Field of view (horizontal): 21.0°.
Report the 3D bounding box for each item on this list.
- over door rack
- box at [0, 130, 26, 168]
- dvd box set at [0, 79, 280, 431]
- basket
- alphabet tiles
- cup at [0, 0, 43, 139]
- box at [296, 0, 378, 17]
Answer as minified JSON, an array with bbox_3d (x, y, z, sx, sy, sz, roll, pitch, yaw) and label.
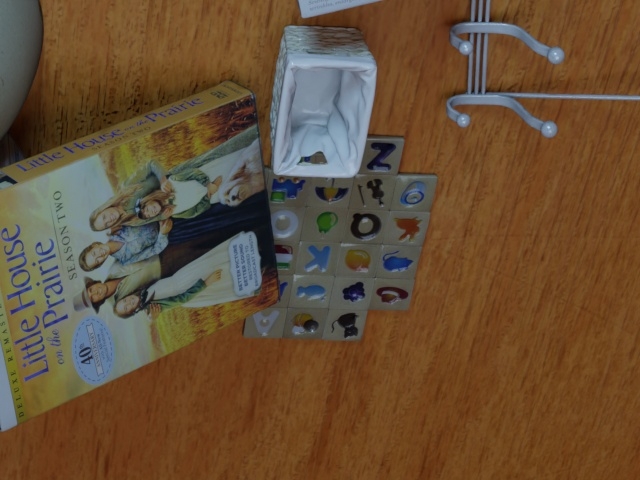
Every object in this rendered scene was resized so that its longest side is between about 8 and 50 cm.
[{"bbox_3d":[0.321,-0.254,2.119,0.324,0.108,0.239,-6,129,-7],"label":"over door rack"},{"bbox_3d":[-0.364,0.021,2.165,0.087,0.169,0.290,-23,126,4],"label":"box"},{"bbox_3d":[-0.245,0.014,2.092,0.420,0.062,0.308,-24,122,-31],"label":"dvd box set"},{"bbox_3d":[-0.002,-0.173,2.122,0.113,0.103,0.167,1,126,-11],"label":"basket"},{"bbox_3d":[0.000,0.000,2.314,0.285,0.011,0.342,2,126,-12],"label":"alphabet tiles"},{"bbox_3d":[-0.476,-0.182,1.944,0.331,0.237,0.331,-5,128,-7],"label":"cup"},{"bbox_3d":[0.039,-0.374,1.966,0.181,0.119,0.182,-13,128,0],"label":"box"}]
